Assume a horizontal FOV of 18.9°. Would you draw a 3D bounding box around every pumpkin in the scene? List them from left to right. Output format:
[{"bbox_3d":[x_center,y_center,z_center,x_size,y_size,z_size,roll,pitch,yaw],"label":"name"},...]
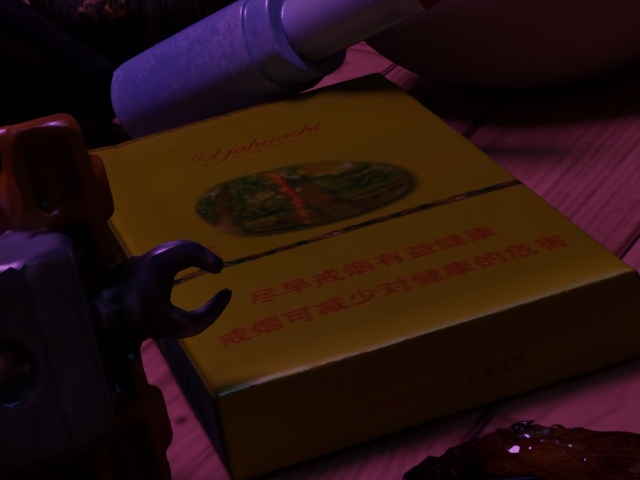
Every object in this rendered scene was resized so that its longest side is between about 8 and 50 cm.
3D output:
[{"bbox_3d":[-0.110,-0.189,1.292,0.190,0.146,0.190,-4,45,4],"label":"pumpkin"}]

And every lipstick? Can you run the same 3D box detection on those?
[{"bbox_3d":[-0.008,-0.117,1.064,0.274,0.061,0.068,-21,-14,41],"label":"lipstick"}]

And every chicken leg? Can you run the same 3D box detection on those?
[{"bbox_3d":[0.146,0.092,0.630,0.253,0.051,0.106,-1,19,17],"label":"chicken leg"}]

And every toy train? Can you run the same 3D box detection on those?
[{"bbox_3d":[-0.218,0.055,0.757,0.369,0.163,0.231,-14,10,-6],"label":"toy train"}]

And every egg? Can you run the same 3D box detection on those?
[{"bbox_3d":[0.118,-0.177,1.102,0.241,0.186,0.186,-16,20,20],"label":"egg"}]

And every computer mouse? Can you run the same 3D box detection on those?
[{"bbox_3d":[-0.213,-0.119,1.149,0.217,0.073,0.122,23,-10,-37],"label":"computer mouse"}]

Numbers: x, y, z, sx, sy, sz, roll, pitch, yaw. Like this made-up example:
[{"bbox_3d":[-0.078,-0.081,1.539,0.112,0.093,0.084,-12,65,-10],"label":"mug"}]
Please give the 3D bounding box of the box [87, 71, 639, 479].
[{"bbox_3d":[0.000,0.000,0.920,0.187,0.047,0.335,-17,24,-11],"label":"box"}]
